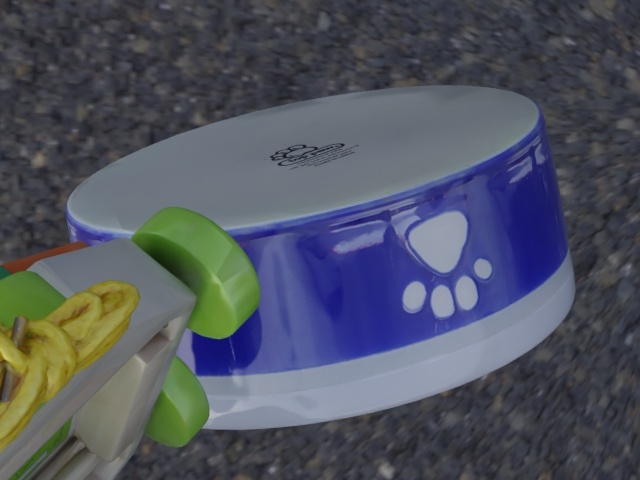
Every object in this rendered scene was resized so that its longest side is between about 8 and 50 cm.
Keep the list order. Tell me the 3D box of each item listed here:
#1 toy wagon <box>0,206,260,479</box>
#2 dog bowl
[{"bbox_3d":[-0.130,0.093,0.598,0.068,0.344,0.267,39,59,8],"label":"toy wagon"},{"bbox_3d":[0.000,0.000,0.891,0.265,0.265,0.104,-7,107,15],"label":"dog bowl"}]
